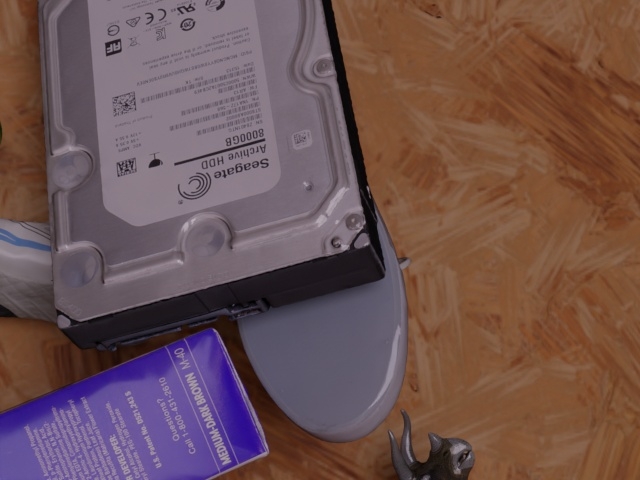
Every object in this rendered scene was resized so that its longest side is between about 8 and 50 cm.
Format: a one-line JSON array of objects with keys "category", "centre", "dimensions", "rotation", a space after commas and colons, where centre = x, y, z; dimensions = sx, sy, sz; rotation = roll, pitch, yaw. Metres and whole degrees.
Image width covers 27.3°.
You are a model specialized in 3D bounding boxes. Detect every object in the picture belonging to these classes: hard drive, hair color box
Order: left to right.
[{"category": "hair color box", "centre": [-0.225, 0.181, 0.947], "dimensions": [0.338, 0.185, 0.110], "rotation": [-23, 85, -21]}, {"category": "hard drive", "centre": [-0.095, -0.099, 1.008], "dimensions": [0.237, 0.064, 0.339], "rotation": [-15, 61, 9]}]

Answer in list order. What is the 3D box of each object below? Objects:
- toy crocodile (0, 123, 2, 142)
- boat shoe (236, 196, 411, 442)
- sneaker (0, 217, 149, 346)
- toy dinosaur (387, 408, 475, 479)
[{"category": "toy crocodile", "centre": [-0.405, -0.044, 0.977], "dimensions": [0.340, 0.115, 0.105], "rotation": [-26, 79, -20]}, {"category": "boat shoe", "centre": [-0.008, 0.002, 1.069], "dimensions": [0.135, 0.156, 0.367], "rotation": [-24, 62, 8]}, {"category": "sneaker", "centre": [-0.234, 0.017, 1.049], "dimensions": [0.237, 0.085, 0.086], "rotation": [19, 38, -5]}, {"category": "toy dinosaur", "centre": [0.063, 0.313, 1.059], "dimensions": [0.160, 0.121, 0.313], "rotation": [26, 78, 4]}]
